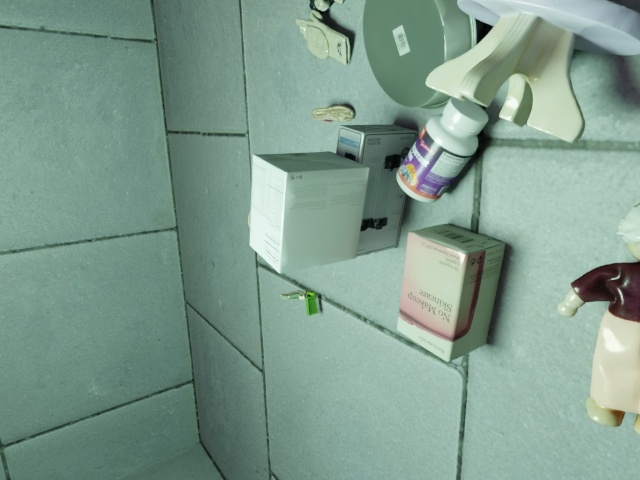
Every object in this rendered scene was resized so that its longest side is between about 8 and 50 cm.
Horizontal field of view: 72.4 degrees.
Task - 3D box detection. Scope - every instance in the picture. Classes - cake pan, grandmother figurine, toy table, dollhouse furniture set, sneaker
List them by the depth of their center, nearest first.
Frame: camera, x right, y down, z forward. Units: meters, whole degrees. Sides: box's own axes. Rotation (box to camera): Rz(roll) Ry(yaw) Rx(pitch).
[{"bbox_3d":[0.464,0.106,0.637,0.207,0.104,0.343,8,105,26],"label":"grandmother figurine"},{"bbox_3d":[0.300,-0.265,0.649,0.274,0.252,0.161,42,117,42],"label":"toy table"},{"bbox_3d":[0.176,-0.393,0.852,0.293,0.054,0.293,52,158,32],"label":"cake pan"},{"bbox_3d":[0.042,-0.338,1.168,0.118,0.067,0.042,8,107,23],"label":"sneaker"},{"bbox_3d":[-0.064,0.205,1.443,0.151,0.076,0.059,1,99,55],"label":"dollhouse furniture set"}]

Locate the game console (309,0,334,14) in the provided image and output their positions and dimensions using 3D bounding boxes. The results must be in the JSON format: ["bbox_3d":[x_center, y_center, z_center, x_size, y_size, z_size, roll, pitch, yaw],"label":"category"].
[{"bbox_3d":[0.067,-0.685,1.021,0.361,0.043,0.213,-16,84,55],"label":"game console"}]

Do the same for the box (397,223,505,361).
[{"bbox_3d":[0.260,0.100,0.895,0.148,0.126,0.233,27,120,49],"label":"box"}]

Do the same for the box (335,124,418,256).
[{"bbox_3d":[0.114,-0.114,1.009,0.087,0.169,0.290,33,126,47],"label":"box"}]

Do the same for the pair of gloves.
[{"bbox_3d":[0.000,-0.577,1.094,0.204,0.042,0.240,34,150,40],"label":"pair of gloves"}]

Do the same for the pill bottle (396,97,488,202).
[{"bbox_3d":[0.239,-0.177,0.860,0.108,0.108,0.194,58,140,28],"label":"pill bottle"}]

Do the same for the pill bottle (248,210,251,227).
[{"bbox_3d":[-0.139,-0.065,1.433,0.216,0.121,0.121,5,104,54],"label":"pill bottle"}]

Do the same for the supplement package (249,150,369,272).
[{"bbox_3d":[-0.029,-0.067,0.909,0.149,0.194,0.203,35,126,49],"label":"supplement package"}]
